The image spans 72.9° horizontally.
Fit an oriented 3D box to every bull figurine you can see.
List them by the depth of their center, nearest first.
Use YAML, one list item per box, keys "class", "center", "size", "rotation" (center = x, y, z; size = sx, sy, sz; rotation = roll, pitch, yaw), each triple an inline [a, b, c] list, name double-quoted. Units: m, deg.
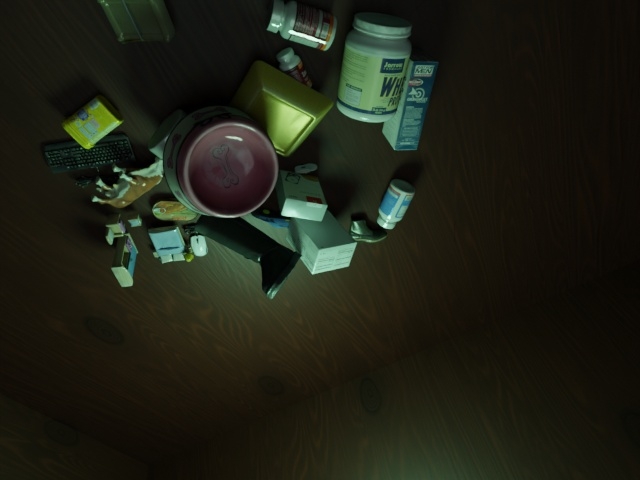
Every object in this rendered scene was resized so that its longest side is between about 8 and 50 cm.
- class: "bull figurine"
  center: [-0.752, -0.228, 1.715]
  size: [0.310, 0.101, 0.188]
  rotation: [-34, 155, 21]

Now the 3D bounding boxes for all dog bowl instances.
- class: "dog bowl"
  center: [-0.331, -0.260, 1.529]
  size: [0.408, 0.150, 0.407]
  rotation: [-12, 115, -27]

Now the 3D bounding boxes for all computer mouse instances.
- class: "computer mouse"
  center: [-0.569, 0.009, 2.023]
  size: [0.106, 0.042, 0.192]
  rotation: [-8, 130, -9]

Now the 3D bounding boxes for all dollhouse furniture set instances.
- class: "dollhouse furniture set"
  center: [-0.576, -0.788, 1.343]
  size: [0.198, 0.151, 0.301]
  rotation: [5, 149, 8]
- class: "dollhouse furniture set"
  center: [-0.728, 0.036, 1.877]
  size: [0.304, 0.198, 0.286]
  rotation: [-7, 140, -7]

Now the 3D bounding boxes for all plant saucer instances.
- class: "plant saucer"
  center: [-0.172, -0.461, 1.643]
  size: [0.333, 0.080, 0.333]
  rotation: [21, 139, -27]

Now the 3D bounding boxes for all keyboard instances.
- class: "keyboard"
  center: [-0.885, -0.302, 1.694]
  size: [0.318, 0.033, 0.201]
  rotation: [-10, 131, -5]

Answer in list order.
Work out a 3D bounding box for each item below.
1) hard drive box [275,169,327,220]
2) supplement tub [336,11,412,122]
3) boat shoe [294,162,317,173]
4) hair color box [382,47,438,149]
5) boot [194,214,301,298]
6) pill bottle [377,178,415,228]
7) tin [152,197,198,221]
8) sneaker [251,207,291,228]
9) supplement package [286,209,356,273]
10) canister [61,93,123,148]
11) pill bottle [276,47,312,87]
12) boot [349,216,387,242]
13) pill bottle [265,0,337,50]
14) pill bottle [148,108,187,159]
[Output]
- class: "hard drive box"
  center: [-0.086, -0.193, 1.848]
  size: [0.181, 0.232, 0.089]
  rotation: [7, 127, -20]
- class: "supplement tub"
  center: [0.192, -0.619, 1.559]
  size: [0.236, 0.235, 0.324]
  rotation: [-1, 130, -13]
- class: "boat shoe"
  center: [-0.064, -0.310, 1.892]
  size: [0.100, 0.035, 0.035]
  rotation: [-12, 158, -9]
- class: "hair color box"
  center: [0.342, -0.548, 1.696]
  size: [0.105, 0.173, 0.347]
  rotation: [-4, 130, -12]
- class: "boot"
  center: [-0.321, 0.029, 1.797]
  size: [0.445, 0.367, 0.146]
  rotation: [35, 106, -2]
- class: "pill bottle"
  center: [0.349, -0.168, 2.049]
  size: [0.124, 0.124, 0.221]
  rotation: [8, 127, -20]
- class: "tin"
  center: [-0.632, -0.135, 1.893]
  size: [0.190, 0.040, 0.106]
  rotation: [2, 125, -15]
- class: "sneaker"
  center: [-0.224, -0.094, 2.006]
  size: [0.210, 0.069, 0.082]
  rotation: [10, 130, -21]
- class: "supplement package"
  center: [0.000, 0.000, 1.981]
  size: [0.204, 0.262, 0.145]
  rotation: [-11, 134, -31]
- class: "canister"
  center: [-0.821, -0.430, 1.570]
  size: [0.170, 0.073, 0.126]
  rotation: [-32, 121, 11]
- class: "pill bottle"
  center: [-0.099, -0.618, 1.586]
  size: [0.086, 0.086, 0.152]
  rotation: [-26, 131, 8]
- class: "boot"
  center: [0.239, -0.060, 2.149]
  size: [0.198, 0.076, 0.136]
  rotation: [-7, 125, -9]
- class: "pill bottle"
  center: [-0.066, -0.736, 1.473]
  size: [0.221, 0.121, 0.121]
  rotation: [9, 126, -20]
- class: "pill bottle"
  center: [-0.440, -0.302, 1.675]
  size: [0.224, 0.224, 0.392]
  rotation: [-38, 128, 18]
